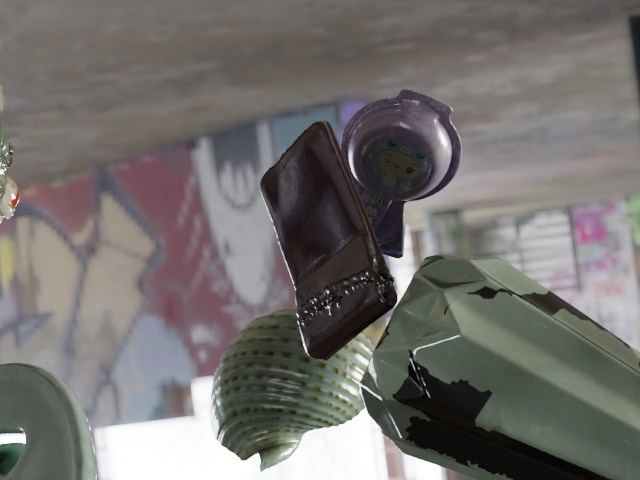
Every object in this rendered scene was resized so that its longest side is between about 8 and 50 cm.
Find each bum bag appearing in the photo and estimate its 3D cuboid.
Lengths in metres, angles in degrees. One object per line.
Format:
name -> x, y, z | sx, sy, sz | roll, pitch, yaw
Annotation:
bum bag -> 0.000, 0.000, 1.279 | 0.026, 0.159, 0.109 | -6, 156, -35

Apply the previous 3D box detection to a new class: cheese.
cheese -> 0.061, -0.060, 1.507 | 0.105, 0.042, 0.191 | 21, 135, -3

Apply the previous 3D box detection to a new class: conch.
conch -> -0.032, 0.142, 1.838 | 0.172, 0.131, 0.200 | 18, -143, 21

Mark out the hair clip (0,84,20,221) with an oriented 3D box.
hair clip -> -0.348, -0.095, 1.656 | 0.138, 0.321, 0.091 | -39, 128, 13

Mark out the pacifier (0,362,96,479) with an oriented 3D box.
pacifier -> -0.280, 0.218, 1.039 | 0.269, 0.343, 0.288 | 32, 150, -35

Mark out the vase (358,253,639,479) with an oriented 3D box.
vase -> 0.211, 0.144, 1.257 | 0.360, 0.165, 0.165 | 27, -179, 7
